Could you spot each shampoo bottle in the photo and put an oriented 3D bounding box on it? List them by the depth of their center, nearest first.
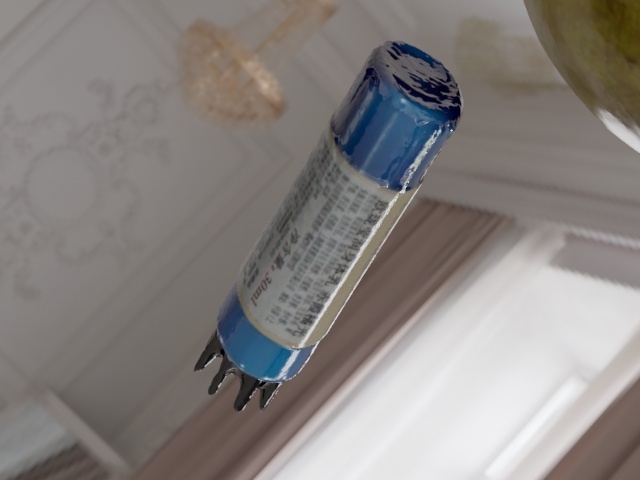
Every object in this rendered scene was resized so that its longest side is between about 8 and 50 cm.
[{"bbox_3d":[0.000,0.000,0.669,0.050,0.183,0.087,28,24,-8],"label":"shampoo bottle"}]

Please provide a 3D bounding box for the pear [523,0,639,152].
[{"bbox_3d":[0.241,-0.168,0.727,0.304,0.304,0.304,42,-11,10],"label":"pear"}]
